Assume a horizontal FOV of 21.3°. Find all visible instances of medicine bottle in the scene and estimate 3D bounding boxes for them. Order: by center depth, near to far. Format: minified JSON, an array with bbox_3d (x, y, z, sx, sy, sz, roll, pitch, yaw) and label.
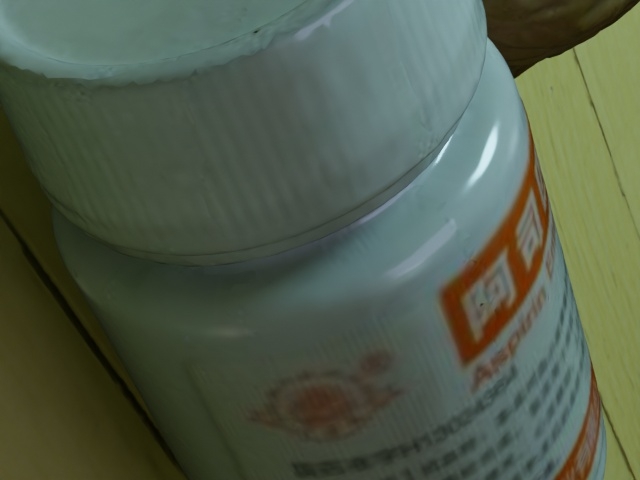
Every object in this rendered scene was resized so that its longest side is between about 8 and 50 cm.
[{"bbox_3d":[0.000,0.000,0.763,0.211,0.211,0.371,-52,141,-28],"label":"medicine bottle"}]

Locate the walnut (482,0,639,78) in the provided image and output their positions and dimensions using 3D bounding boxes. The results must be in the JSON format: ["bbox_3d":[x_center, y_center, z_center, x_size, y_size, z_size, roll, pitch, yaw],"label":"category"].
[{"bbox_3d":[0.083,-0.174,0.844,0.213,0.213,0.213,-20,117,-47],"label":"walnut"}]
